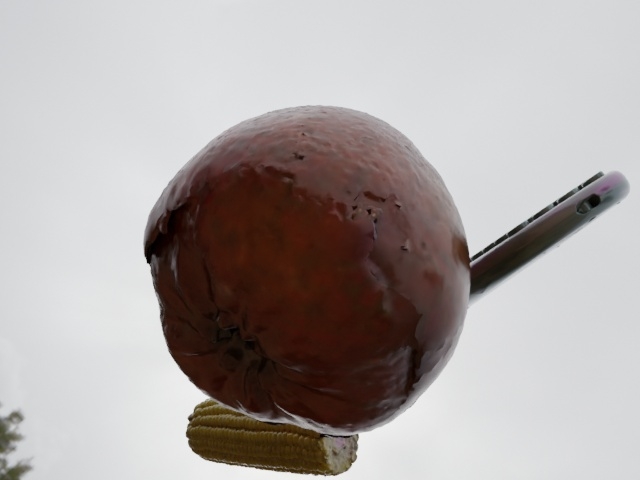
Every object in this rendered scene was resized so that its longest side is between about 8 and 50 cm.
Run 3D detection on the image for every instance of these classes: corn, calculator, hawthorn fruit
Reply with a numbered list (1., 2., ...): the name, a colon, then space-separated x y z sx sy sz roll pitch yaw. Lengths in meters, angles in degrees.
1. corn: -0.062 0.211 0.820 0.248 0.081 0.081 -11 -68 45
2. calculator: 0.197 0.010 0.740 0.041 0.186 0.299 56 -16 9
3. hawthorn fruit: 0.000 0.000 0.638 0.276 0.307 0.276 12 -46 13
